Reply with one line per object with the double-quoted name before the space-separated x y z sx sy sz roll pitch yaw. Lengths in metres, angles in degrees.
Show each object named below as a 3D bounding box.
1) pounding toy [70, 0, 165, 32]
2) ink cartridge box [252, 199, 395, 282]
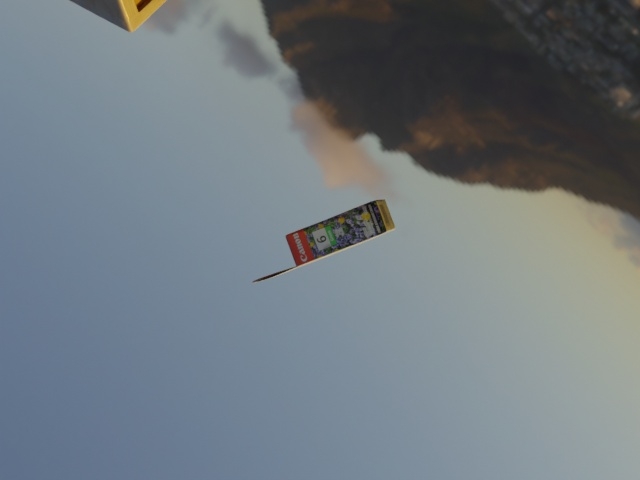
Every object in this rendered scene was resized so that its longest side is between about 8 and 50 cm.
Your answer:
"pounding toy" -0.114 -0.206 0.710 0.100 0.130 0.141 29 155 24
"ink cartridge box" 0.000 0.000 0.956 0.063 0.115 0.029 -13 -97 -80
